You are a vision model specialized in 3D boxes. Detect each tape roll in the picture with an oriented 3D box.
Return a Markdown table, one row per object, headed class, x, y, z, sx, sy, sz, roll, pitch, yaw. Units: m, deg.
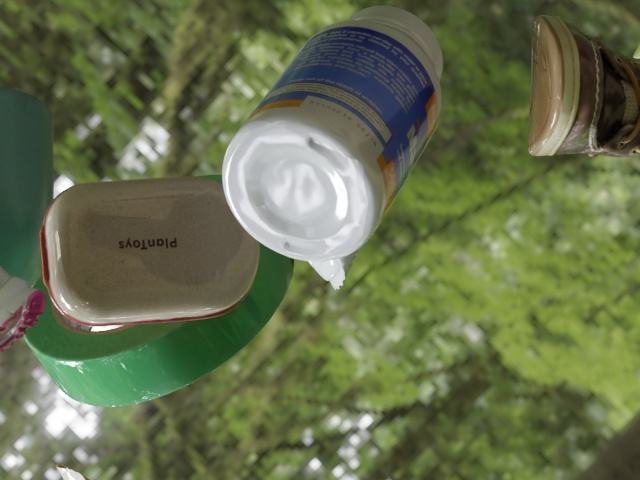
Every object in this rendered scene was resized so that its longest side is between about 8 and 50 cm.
| class | x | y | z | sx | sy | sz | roll | pitch | yaw |
| --- | --- | --- | --- | --- | --- | --- | --- | --- | --- |
| tape roll | -0.190 | 0.053 | 2.115 | 0.077 | 0.321 | 0.321 | 61 | -179 | -32 |

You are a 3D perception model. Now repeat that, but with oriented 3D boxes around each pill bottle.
| class | x | y | z | sx | sy | sz | roll | pitch | yaw |
| --- | --- | --- | --- | --- | --- | --- | --- | --- | --- |
| pill bottle | 0.025 | -0.111 | 1.687 | 0.152 | 0.152 | 0.272 | 43 | -142 | -8 |

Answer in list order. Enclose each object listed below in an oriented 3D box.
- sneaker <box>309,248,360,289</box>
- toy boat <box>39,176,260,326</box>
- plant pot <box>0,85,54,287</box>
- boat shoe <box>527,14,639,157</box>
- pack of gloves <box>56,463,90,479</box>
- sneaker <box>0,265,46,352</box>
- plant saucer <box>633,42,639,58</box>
| class | x | y | z | sx | sy | sz | roll | pitch | yaw |
| --- | --- | --- | --- | --- | --- | --- | --- | --- | --- |
| sneaker | 0.000 | 0.000 | 2.375 | 0.094 | 0.090 | 0.235 | 32 | 178 | -9 |
| toy boat | -0.182 | 0.016 | 1.920 | 0.151 | 0.231 | 0.151 | 147 | 119 | -74 |
| plant pot | -0.475 | -0.036 | 2.336 | 0.293 | 0.293 | 0.235 | 24 | -128 | -60 |
| boat shoe | 0.248 | -0.130 | 1.623 | 0.123 | 0.123 | 0.342 | 2 | 178 | 6 |
| pack of gloves | -0.245 | 0.402 | 2.278 | 0.195 | 0.046 | 0.232 | 15 | 137 | 48 |
| sneaker | -0.395 | 0.103 | 1.802 | 0.111 | 0.252 | 0.103 | 48 | 180 | 10 |
| plant saucer | 0.343 | -0.153 | 1.294 | 0.241 | 0.241 | 0.037 | -35 | -58 | -78 |
